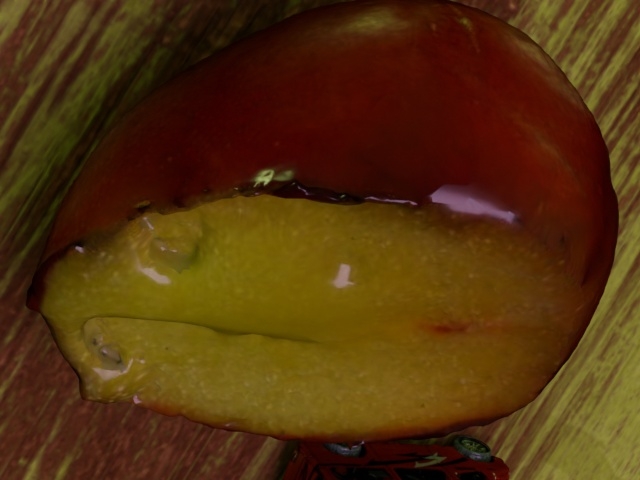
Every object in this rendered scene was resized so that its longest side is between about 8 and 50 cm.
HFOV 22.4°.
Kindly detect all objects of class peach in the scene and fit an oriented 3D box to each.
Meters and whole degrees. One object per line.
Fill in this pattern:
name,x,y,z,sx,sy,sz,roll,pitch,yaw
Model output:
peach,0.000,0.000,0.940,0.338,0.281,0.281,-26,123,-23

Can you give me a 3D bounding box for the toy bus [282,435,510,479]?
toy bus,0.066,0.197,1.191,0.195,0.089,0.081,8,108,-34
